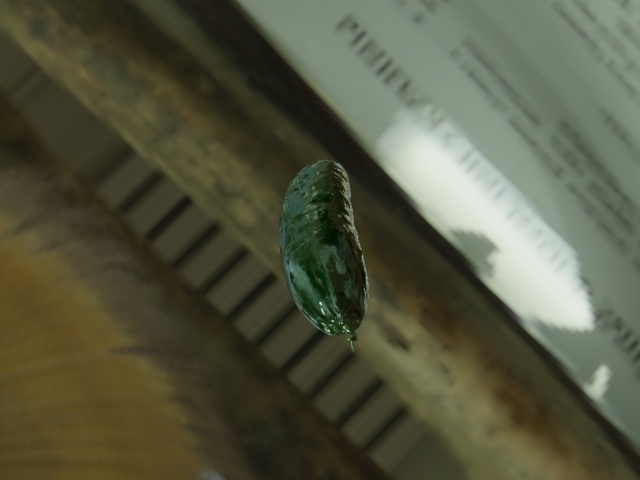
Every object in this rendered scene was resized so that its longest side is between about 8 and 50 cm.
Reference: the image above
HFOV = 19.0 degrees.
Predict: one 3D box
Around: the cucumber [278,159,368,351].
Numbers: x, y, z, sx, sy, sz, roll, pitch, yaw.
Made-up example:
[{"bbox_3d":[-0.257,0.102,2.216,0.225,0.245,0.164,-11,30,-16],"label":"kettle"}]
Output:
[{"bbox_3d":[0.000,0.000,0.856,0.039,0.039,0.168,52,-166,-23],"label":"cucumber"}]
